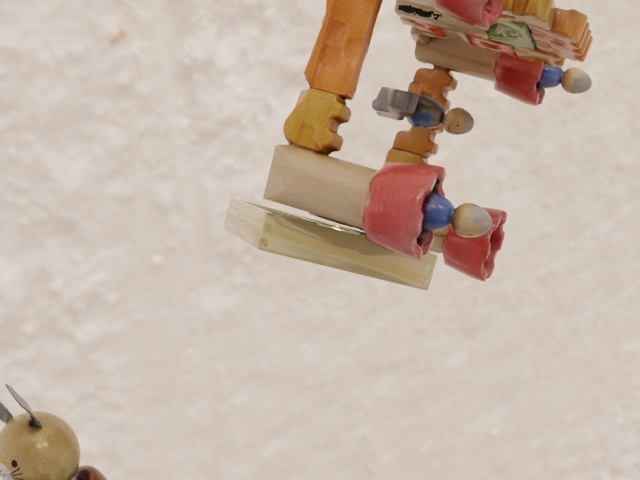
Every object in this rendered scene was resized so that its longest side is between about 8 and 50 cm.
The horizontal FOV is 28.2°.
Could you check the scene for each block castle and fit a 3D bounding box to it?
[{"bbox_3d":[0.136,-0.125,1.286,0.453,0.213,0.303,17,90,-73],"label":"block castle"}]

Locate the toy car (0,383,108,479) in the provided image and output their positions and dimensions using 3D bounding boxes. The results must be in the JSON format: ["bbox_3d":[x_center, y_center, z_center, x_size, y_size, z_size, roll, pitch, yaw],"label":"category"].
[{"bbox_3d":[-0.293,0.228,1.263,0.149,0.188,0.155,-28,-168,-36],"label":"toy car"}]

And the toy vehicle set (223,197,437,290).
[{"bbox_3d":[0.000,0.000,1.286,0.166,0.267,0.035,14,92,-12],"label":"toy vehicle set"}]
